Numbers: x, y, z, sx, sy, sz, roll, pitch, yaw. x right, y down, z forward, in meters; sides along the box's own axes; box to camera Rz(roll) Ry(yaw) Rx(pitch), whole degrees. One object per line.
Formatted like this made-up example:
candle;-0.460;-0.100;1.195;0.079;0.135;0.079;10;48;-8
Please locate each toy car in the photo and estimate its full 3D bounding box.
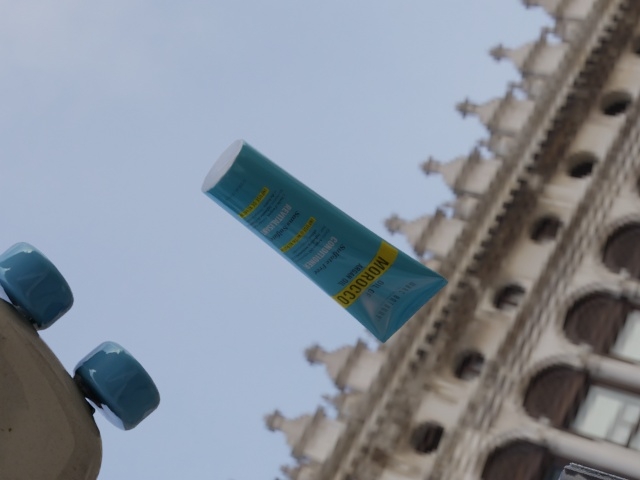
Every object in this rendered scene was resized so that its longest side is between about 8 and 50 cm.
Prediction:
toy car;-0.290;0.151;1.181;0.219;0.238;0.210;-42;-87;-22

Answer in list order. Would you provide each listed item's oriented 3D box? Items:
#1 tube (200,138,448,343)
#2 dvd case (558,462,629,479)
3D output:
tube;0.000;0.000;1.107;0.207;0.080;0.052;37;-150;-18
dvd case;0.274;0.221;0.898;0.238;0.179;0.030;44;-114;-47
